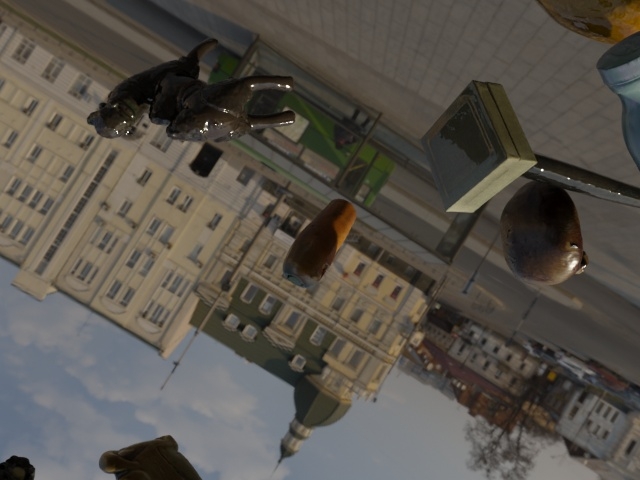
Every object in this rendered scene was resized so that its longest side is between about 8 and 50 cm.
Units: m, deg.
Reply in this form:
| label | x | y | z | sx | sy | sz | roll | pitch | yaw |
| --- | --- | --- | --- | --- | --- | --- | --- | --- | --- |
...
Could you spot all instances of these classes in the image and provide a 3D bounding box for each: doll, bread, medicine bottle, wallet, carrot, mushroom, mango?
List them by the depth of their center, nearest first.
| label | x | y | z | sx | sy | sz | roll | pitch | yaw |
| --- | --- | --- | --- | --- | --- | --- | --- | --- | --- |
| doll | -0.125 | -0.129 | 0.447 | 0.139 | 0.165 | 0.057 | 38 | 146 | 30 |
| medicine bottle | 0.375 | -0.115 | 0.508 | 0.217 | 0.090 | 0.090 | 48 | 174 | -18 |
| mango | 0.347 | -0.315 | 0.589 | 0.109 | 0.147 | 0.227 | 99 | 153 | -47 |
| bread | -0.241 | 0.404 | 0.744 | 0.225 | 0.081 | 0.134 | 45 | -165 | 15 |
| wallet | 0.402 | -0.102 | 0.776 | 0.320 | 0.044 | 0.170 | 12 | -162 | -20 |
| carrot | 0.000 | 0.000 | 0.904 | 0.087 | 0.193 | 0.087 | 25 | 152 | 14 |
| mushroom | 0.407 | -0.011 | 0.921 | 0.231 | 0.138 | 0.194 | 29 | -141 | -80 |

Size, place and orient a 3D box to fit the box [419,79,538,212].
| label | x | y | z | sx | sy | sz | roll | pitch | yaw |
| --- | --- | --- | --- | --- | --- | --- | --- | --- | --- |
| box | 0.127 | -0.078 | 0.403 | 0.035 | 0.083 | 0.079 | 0 | 154 | -25 |

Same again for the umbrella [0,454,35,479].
| label | x | y | z | sx | sy | sz | roll | pitch | yaw |
| --- | --- | --- | --- | --- | --- | --- | --- | --- | --- |
| umbrella | -0.273 | 0.230 | 0.364 | 0.040 | 0.144 | 0.037 | 36 | 177 | 45 |
